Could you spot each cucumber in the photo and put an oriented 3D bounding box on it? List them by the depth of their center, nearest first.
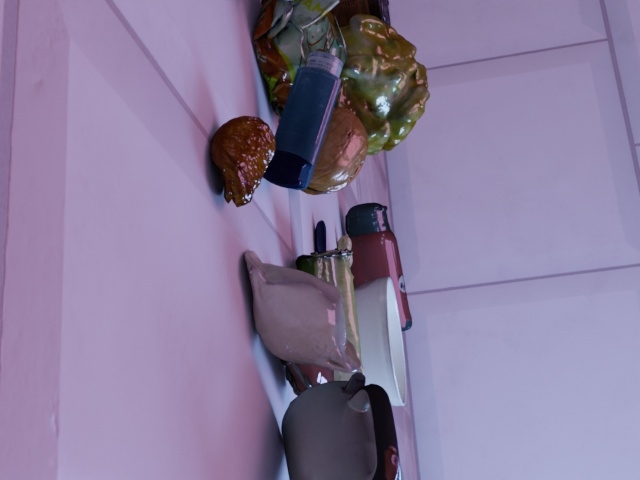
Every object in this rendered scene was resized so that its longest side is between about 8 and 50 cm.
[{"bbox_3d":[0.016,0.175,1.665,0.145,0.105,0.325,-170,-110,-72],"label":"cucumber"}]

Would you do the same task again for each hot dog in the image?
[{"bbox_3d":[-0.107,-0.106,1.251,0.147,0.065,0.099,-70,153,-47],"label":"hot dog"}]

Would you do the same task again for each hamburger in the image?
[{"bbox_3d":[-0.024,-0.347,1.693,0.276,0.150,0.261,-69,151,-73],"label":"hamburger"}]

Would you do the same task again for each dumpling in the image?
[{"bbox_3d":[-0.028,0.105,1.358,0.166,0.215,0.126,-93,-156,-77],"label":"dumpling"}]

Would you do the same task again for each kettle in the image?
[{"bbox_3d":[0.043,0.314,1.287,0.255,0.165,0.240,-102,-151,-61],"label":"kettle"}]

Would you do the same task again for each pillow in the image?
[{"bbox_3d":[-0.023,0.173,1.481,0.179,0.075,0.171,-89,161,-50],"label":"pillow"}]

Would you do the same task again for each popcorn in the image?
[{"bbox_3d":[0.087,-0.337,1.950,0.274,0.279,0.335,102,-7,-65],"label":"popcorn"}]

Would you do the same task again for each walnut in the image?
[{"bbox_3d":[0.013,-0.162,1.746,0.180,0.144,0.144,-58,151,-25],"label":"walnut"}]

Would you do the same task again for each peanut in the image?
[{"bbox_3d":[0.061,0.029,2.236,0.037,0.037,0.083,-57,136,-76],"label":"peanut"}]

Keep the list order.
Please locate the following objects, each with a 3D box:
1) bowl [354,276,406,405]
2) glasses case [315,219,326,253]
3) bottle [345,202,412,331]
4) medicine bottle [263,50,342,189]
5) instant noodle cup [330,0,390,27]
[{"bbox_3d":[0.098,0.221,1.969,0.277,0.145,0.277,-10,90,-80],"label":"bowl"},{"bbox_3d":[0.000,0.000,1.930,0.033,0.023,0.083,76,11,-60],"label":"glasses case"},{"bbox_3d":[0.143,0.070,2.365,0.144,0.144,0.336,-5,87,-81],"label":"bottle"},{"bbox_3d":[-0.028,-0.195,1.532,0.124,0.079,0.258,78,29,-73],"label":"medicine bottle"},{"bbox_3d":[0.045,-0.544,2.093,0.217,0.207,0.217,-9,90,-81],"label":"instant noodle cup"}]
